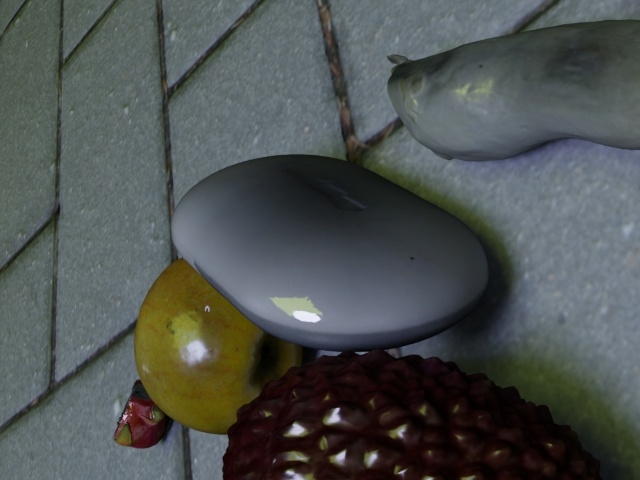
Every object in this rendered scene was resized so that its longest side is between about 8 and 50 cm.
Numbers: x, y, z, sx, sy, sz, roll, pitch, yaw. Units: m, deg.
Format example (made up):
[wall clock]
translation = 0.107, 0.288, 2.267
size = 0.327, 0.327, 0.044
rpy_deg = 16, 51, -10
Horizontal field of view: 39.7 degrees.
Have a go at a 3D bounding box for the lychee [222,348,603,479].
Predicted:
[lychee]
translation = 0.065, 0.193, 0.609
size = 0.271, 0.271, 0.271
rpy_deg = -24, 57, 43

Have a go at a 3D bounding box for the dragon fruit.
[dragon fruit]
translation = -0.206, 0.208, 1.052
size = 0.056, 0.060, 0.083
rpy_deg = -59, 10, 16

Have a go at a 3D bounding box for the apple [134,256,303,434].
[apple]
translation = -0.096, 0.101, 0.881
size = 0.155, 0.182, 0.183
rpy_deg = 13, 84, 46

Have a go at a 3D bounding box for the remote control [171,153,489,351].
[remote control]
translation = 0.000, 0.000, 0.785
size = 0.332, 0.221, 0.104
rpy_deg = 34, 135, 52

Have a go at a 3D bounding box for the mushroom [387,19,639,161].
[mushroom]
translation = 0.174, -0.117, 0.694
size = 0.351, 0.097, 0.109
rpy_deg = 9, 65, 56
